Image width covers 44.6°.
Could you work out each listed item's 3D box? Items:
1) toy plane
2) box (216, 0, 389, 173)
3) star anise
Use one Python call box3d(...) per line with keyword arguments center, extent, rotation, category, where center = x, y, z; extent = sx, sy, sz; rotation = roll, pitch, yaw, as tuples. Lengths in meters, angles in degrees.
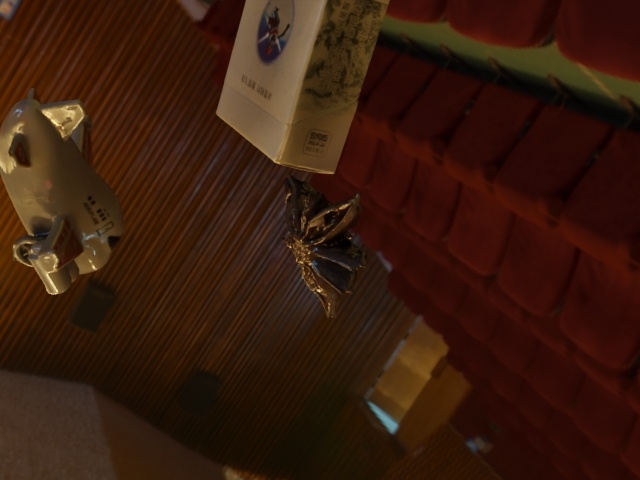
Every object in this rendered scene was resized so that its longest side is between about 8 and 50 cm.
box3d(center=(-0.291, -0.057, 0.893), extent=(0.118, 0.244, 0.244), rotation=(-9, -172, 2), category="toy plane")
box3d(center=(-0.012, -0.213, 0.750), extent=(0.069, 0.256, 0.164), rotation=(7, -159, -32), category="box")
box3d(center=(0.003, 0.011, 0.693), extent=(0.056, 0.129, 0.124), rotation=(-17, -158, -31), category="star anise")
